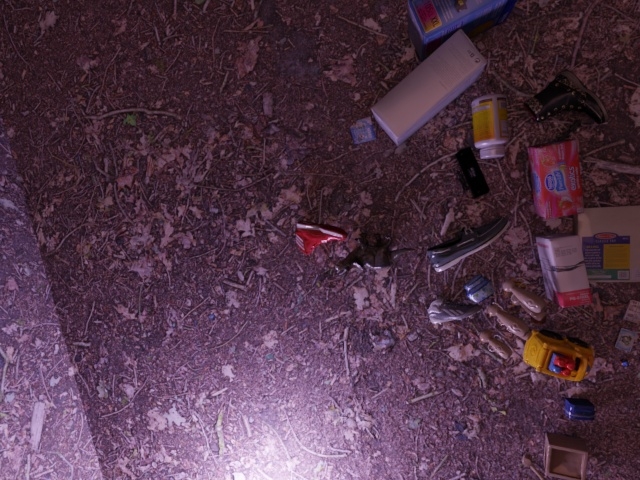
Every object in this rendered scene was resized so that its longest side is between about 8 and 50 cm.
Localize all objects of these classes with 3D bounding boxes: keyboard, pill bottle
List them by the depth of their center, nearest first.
[{"bbox_3d":[0.616,-0.409,1.512,0.117,0.117,0.214,-5,93,12],"label":"pill bottle"},{"bbox_3d":[0.561,-0.252,1.587,0.100,0.038,0.192,-23,88,-10],"label":"keyboard"}]

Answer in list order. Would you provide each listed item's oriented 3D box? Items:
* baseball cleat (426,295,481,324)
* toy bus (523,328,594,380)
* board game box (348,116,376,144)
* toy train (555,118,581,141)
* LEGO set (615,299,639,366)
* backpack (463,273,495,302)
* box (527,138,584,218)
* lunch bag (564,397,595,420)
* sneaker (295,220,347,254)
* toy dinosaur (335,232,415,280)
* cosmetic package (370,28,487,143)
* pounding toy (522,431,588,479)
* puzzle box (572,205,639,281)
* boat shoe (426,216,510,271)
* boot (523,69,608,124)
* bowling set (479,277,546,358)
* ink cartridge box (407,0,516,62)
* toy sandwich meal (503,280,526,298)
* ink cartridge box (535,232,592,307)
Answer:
[{"bbox_3d":[0.499,0.256,1.588,0.206,0.072,0.109,-26,87,32],"label":"baseball cleat"},{"bbox_3d":[0.866,0.425,1.476,0.220,0.211,0.149,15,96,9],"label":"toy bus"},{"bbox_3d":[0.166,-0.435,1.657,0.090,0.020,0.090,-15,91,12],"label":"board game box"},{"bbox_3d":[0.873,-0.373,1.502,0.027,0.036,0.158,41,104,-1],"label":"toy train"},{"bbox_3d":[1.174,0.354,1.499,0.183,0.060,0.244,17,97,23],"label":"LEGO set"},{"bbox_3d":[0.591,0.182,1.564,0.105,0.114,0.084,-38,86,13],"label":"backpack"},{"bbox_3d":[0.821,-0.215,1.462,0.128,0.122,0.256,-10,102,13],"label":"box"},{"bbox_3d":[0.961,0.628,1.542,0.099,0.067,0.065,2,95,11],"label":"lunch bag"},{"bbox_3d":[0.000,0.000,1.706,0.221,0.087,0.128,14,106,23],"label":"sneaker"},{"bbox_3d":[0.214,0.058,1.653,0.314,0.121,0.160,-4,105,8],"label":"toy dinosaur"},{"bbox_3d":[0.380,-0.530,1.507,0.385,0.217,0.156,-38,86,10],"label":"cosmetic package"},{"bbox_3d":[0.871,0.826,1.570,0.206,0.094,0.180,3,100,21],"label":"pounding toy"},{"bbox_3d":[1.119,0.009,1.469,0.409,0.052,0.271,-1,94,12],"label":"puzzle box"},{"bbox_3d":[0.546,-0.004,1.561,0.319,0.116,0.099,-36,90,17],"label":"boat shoe"},{"bbox_3d":[0.856,-0.460,1.465,0.179,0.085,0.236,-35,71,14],"label":"boot"},{"bbox_3d":[0.721,0.281,1.544,0.154,0.200,0.286,42,118,38],"label":"bowling set"},{"bbox_3d":[0.508,-0.803,1.427,0.396,0.270,0.151,-25,91,13],"label":"ink cartridge box"},{"bbox_3d":[0.738,0.190,1.576,0.086,0.029,0.085,1,94,12],"label":"toy sandwich meal"},{"bbox_3d":[0.853,0.097,1.471,0.100,0.172,0.237,-12,92,12],"label":"ink cartridge box"}]
